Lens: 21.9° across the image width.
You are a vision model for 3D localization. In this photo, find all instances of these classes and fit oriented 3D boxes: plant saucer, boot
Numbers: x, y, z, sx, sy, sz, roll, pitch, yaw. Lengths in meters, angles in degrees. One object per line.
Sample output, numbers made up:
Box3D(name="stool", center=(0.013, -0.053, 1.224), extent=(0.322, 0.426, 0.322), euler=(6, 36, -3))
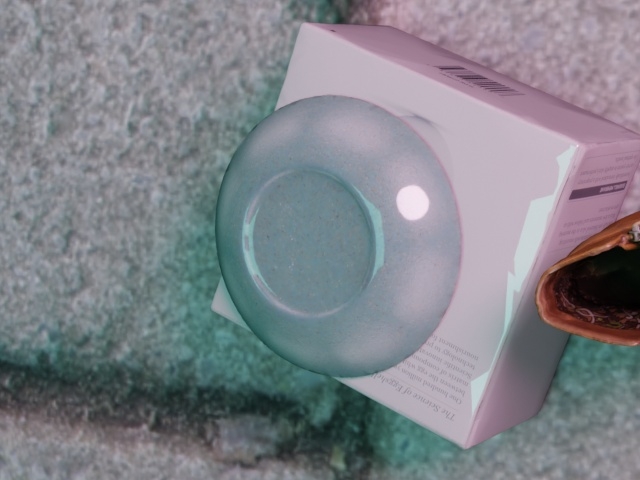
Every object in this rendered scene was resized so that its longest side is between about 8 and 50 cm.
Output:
Box3D(name="plant saucer", center=(0.000, 0.000, 1.112), extent=(0.195, 0.037, 0.195), euler=(5, 100, 30))
Box3D(name="boot", center=(0.283, 0.002, 0.998), extent=(0.283, 0.220, 0.109), euler=(-4, 94, 31))

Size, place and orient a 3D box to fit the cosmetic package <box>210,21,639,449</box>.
Box3D(name="cosmetic package", center=(0.074, -0.010, 1.168), extent=(0.224, 0.138, 0.224), euler=(28, 108, 25))
